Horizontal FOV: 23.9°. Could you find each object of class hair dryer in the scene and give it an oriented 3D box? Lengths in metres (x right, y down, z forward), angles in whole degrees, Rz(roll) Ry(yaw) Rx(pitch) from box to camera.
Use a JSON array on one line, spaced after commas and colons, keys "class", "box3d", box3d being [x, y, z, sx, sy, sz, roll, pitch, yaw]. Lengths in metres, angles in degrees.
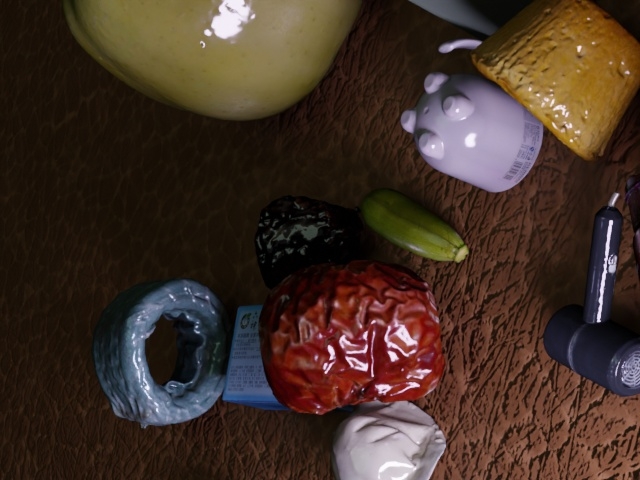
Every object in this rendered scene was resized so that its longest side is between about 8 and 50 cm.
[{"class": "hair dryer", "box3d": [0.318, 0.053, 1.675, 0.124, 0.071, 0.219, 26, 117, 54]}]

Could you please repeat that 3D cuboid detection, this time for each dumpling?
[{"class": "dumpling", "box3d": [0.087, 0.271, 1.922, 0.155, 0.111, 0.181, -13, 67, 19]}]

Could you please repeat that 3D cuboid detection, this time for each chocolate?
[{"class": "chocolate", "box3d": [0.000, 0.000, 2.129, 0.133, 0.156, 0.156, -9, 68, 41]}]

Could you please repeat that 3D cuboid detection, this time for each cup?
[{"class": "cup", "box3d": [0.194, -0.163, 1.919, 0.134, 0.142, 0.174, 36, 104, 54]}]

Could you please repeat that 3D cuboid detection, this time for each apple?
[{"class": "apple", "box3d": [-0.169, -0.410, 2.288, 0.473, 0.473, 0.474, -26, 56, 46]}]

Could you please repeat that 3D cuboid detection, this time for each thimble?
[{"class": "thimble", "box3d": [-0.247, 0.174, 2.321, 0.143, 0.198, 0.235, -6, 65, 54]}]

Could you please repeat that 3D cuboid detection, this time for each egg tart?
[{"class": "egg tart", "box3d": [0.292, -0.207, 1.784, 0.147, 0.202, 0.202, -49, 39, 8]}]

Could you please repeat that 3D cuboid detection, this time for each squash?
[{"class": "squash", "box3d": [0.125, -0.018, 2.022, 0.201, 0.066, 0.066, 30, 100, 47]}]

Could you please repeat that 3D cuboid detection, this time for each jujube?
[{"class": "jujube", "box3d": [0.037, 0.119, 1.925, 0.232, 0.213, 0.213, -11, 59, 5]}]

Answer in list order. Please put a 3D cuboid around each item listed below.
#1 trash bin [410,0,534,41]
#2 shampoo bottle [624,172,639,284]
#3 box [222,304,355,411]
[{"class": "trash bin", "box3d": [0.170, -0.398, 1.881, 0.223, 0.343, 0.158, -27, 53, 46]}, {"class": "shampoo bottle", "box3d": [0.380, 0.075, 1.587, 0.084, 0.129, 0.323, -14, 62, 18]}, {"class": "box", "box3d": [-0.035, 0.165, 2.141, 0.232, 0.083, 0.143, -8, 70, 53]}]
